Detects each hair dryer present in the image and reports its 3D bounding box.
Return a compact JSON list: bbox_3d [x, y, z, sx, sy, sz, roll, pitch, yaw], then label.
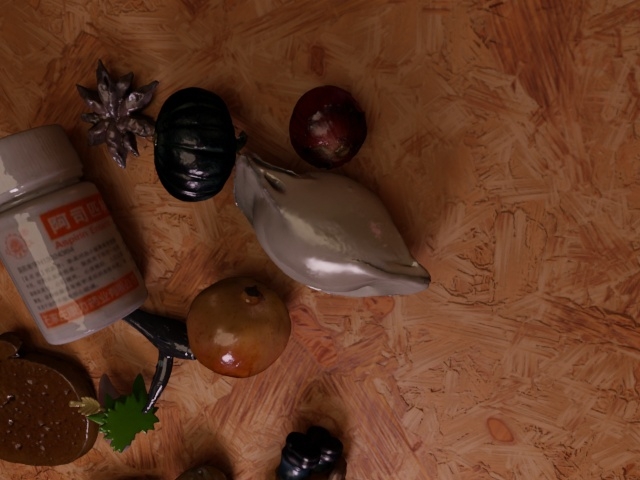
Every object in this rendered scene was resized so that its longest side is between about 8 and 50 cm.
[{"bbox_3d":[-0.350,0.258,1.150,0.195,0.075,0.219,21,98,19],"label":"hair dryer"}]

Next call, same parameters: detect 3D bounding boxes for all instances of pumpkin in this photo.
[{"bbox_3d":[-0.212,-0.157,0.927,0.150,0.194,0.194,29,116,-16],"label":"pumpkin"}]

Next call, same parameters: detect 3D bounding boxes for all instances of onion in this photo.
[{"bbox_3d":[0.013,-0.179,0.886,0.131,0.131,0.131,5,110,15],"label":"onion"}]

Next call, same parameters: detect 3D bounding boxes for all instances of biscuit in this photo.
[{"bbox_3d":[-0.704,0.375,1.317,0.394,0.070,0.351,5,107,14],"label":"biscuit"}]

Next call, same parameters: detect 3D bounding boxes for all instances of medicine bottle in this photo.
[{"bbox_3d":[-0.497,-0.010,1.048,0.211,0.211,0.372,-17,103,21],"label":"medicine bottle"}]

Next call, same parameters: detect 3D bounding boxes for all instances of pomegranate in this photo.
[{"bbox_3d":[-0.149,0.155,1.017,0.191,0.191,0.191,5,110,15],"label":"pomegranate"}]

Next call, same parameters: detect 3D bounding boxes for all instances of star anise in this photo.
[{"bbox_3d":[-0.371,-0.223,1.015,0.195,0.065,0.183,20,114,5],"label":"star anise"}]

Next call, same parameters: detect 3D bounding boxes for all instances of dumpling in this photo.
[{"bbox_3d":[0.003,0.001,0.934,0.340,0.181,0.260,13,153,-14],"label":"dumpling"}]

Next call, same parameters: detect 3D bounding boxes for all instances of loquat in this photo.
[{"bbox_3d":[-0.266,0.574,1.211,0.152,0.152,0.195,18,119,10],"label":"loquat"}]

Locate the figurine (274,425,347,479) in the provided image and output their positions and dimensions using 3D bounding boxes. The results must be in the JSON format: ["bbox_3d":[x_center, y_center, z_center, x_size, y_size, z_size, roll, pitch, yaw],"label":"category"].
[{"bbox_3d":[-0.057,0.546,1.140,0.204,0.185,0.333,5,92,49],"label":"figurine"}]

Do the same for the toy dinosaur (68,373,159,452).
[{"bbox_3d":[-0.438,0.382,1.229,0.177,0.152,0.194,-10,115,49],"label":"toy dinosaur"}]
